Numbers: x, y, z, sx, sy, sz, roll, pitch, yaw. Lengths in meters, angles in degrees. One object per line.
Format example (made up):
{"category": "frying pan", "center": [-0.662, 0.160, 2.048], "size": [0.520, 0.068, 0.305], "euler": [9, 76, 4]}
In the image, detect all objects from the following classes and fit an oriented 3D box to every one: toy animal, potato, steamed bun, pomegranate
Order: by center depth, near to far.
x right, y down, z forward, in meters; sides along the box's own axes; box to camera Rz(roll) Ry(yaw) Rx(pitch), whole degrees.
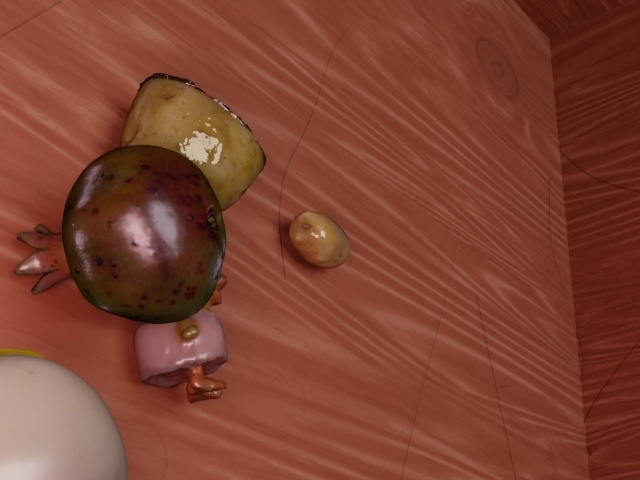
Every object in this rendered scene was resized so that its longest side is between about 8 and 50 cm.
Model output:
{"category": "steamed bun", "center": [-0.428, 0.316, 1.230], "size": [0.374, 0.334, 0.334], "euler": [-24, 92, -53]}
{"category": "pomegranate", "center": [-0.303, 0.011, 1.543], "size": [0.291, 0.323, 0.291], "euler": [38, 34, -32]}
{"category": "toy animal", "center": [-0.247, 0.139, 1.686], "size": [0.169, 0.195, 0.281], "euler": [0, 72, -10]}
{"category": "potato", "center": [-0.255, -0.149, 1.779], "size": [0.285, 0.242, 0.242], "euler": [49, 40, -35]}
{"category": "potato", "center": [0.000, 0.000, 2.105], "size": [0.178, 0.118, 0.109], "euler": [32, 83, -56]}
